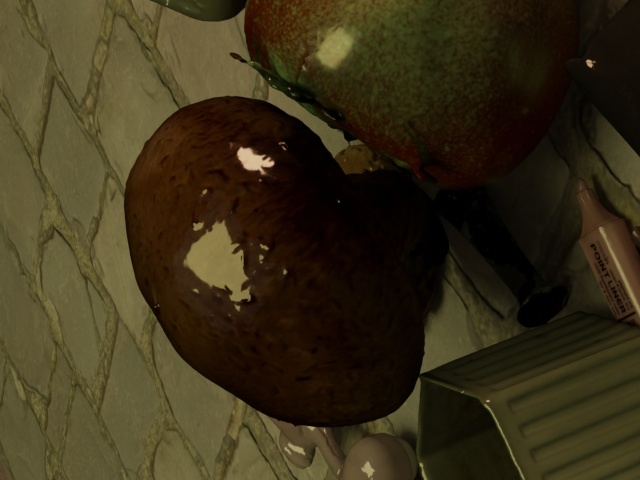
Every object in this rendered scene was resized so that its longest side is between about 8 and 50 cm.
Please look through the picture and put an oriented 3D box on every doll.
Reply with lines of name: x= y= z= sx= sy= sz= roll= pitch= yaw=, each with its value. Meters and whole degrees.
doll: x=0.021 y=0.247 z=2.022 sx=0.365 sy=0.094 sz=0.160 roll=44 pitch=131 yaw=43

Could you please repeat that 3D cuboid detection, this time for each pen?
pen: x=0.273 y=0.033 z=1.534 sx=0.053 sy=0.032 sz=0.197 roll=-43 pitch=66 yaw=59

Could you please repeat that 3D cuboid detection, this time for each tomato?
tomato: x=0.082 y=-0.193 z=1.507 sx=0.239 sy=0.303 sz=0.303 roll=-58 pitch=41 yaw=5

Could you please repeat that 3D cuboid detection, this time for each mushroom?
mushroom: x=0.002 y=0.019 z=1.590 sx=0.334 sy=0.356 sz=0.331 roll=111 pitch=144 yaw=-58

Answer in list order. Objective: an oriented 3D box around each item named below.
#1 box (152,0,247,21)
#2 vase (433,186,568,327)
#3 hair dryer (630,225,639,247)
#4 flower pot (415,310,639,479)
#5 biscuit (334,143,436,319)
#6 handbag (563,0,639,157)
box: x=-0.061 y=-0.438 z=1.592 sx=0.177 sy=0.352 sz=0.344 roll=25 pitch=134 yaw=14
vase: x=0.177 y=0.008 z=1.669 sx=0.167 sy=0.059 sz=0.059 roll=55 pitch=146 yaw=32
hair dryer: x=0.311 y=0.038 z=1.457 sx=0.154 sy=0.054 sz=0.106 roll=52 pitch=139 yaw=44
flower pot: x=0.215 y=0.195 z=1.517 sx=0.209 sy=0.190 sz=0.239 roll=49 pitch=149 yaw=42
biscuit: x=0.063 y=0.003 z=1.888 sx=0.226 sy=0.042 sz=0.226 roll=28 pitch=124 yaw=52
handbag: x=0.318 y=-0.133 z=1.249 sx=0.223 sy=0.080 sz=0.247 roll=-51 pitch=53 yaw=23
